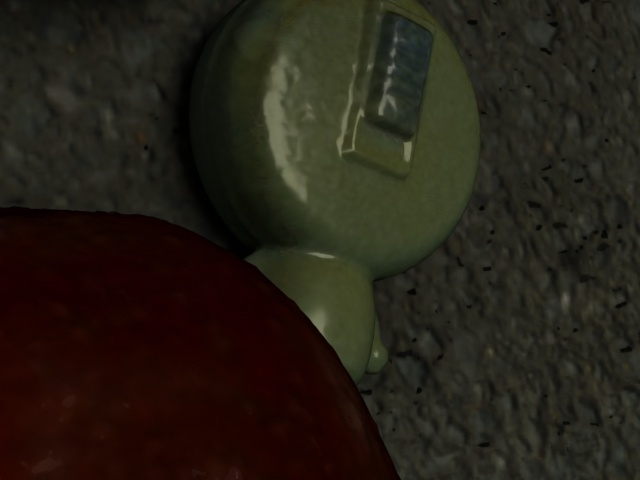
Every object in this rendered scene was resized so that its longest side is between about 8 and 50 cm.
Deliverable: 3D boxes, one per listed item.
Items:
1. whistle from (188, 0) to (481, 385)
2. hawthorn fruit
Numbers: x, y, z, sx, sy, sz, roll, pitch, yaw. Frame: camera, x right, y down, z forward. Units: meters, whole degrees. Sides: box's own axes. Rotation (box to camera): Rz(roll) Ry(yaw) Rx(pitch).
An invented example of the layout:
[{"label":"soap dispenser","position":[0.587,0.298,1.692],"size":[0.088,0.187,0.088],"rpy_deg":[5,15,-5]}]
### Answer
[{"label":"whistle","position":[0.000,0.000,0.684],"size":[0.126,0.067,0.258],"rpy_deg":[21,73,-31]},{"label":"hawthorn fruit","position":[-0.087,0.074,0.518],"size":[0.230,0.210,0.266],"rpy_deg":[-8,78,-6]}]
